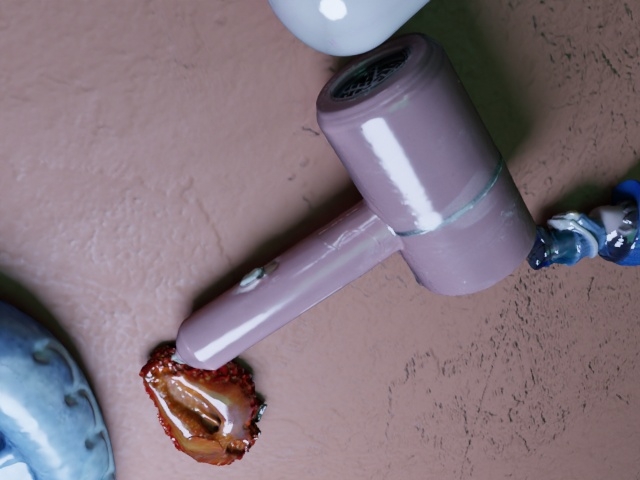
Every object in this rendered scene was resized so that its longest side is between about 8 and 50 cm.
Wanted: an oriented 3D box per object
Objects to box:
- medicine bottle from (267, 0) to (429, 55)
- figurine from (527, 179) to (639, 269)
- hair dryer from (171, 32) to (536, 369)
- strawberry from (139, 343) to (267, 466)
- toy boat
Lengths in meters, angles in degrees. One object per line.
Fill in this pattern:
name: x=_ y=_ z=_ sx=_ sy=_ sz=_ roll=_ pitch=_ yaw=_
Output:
medicine bottle: x=0.096 y=-0.283 z=0.544 sx=0.341 sy=0.130 sz=0.130 roll=-44 pitch=118 yaw=-1
figurine: x=0.295 y=-0.007 z=0.758 sx=0.149 sy=0.087 sz=0.086 roll=-15 pitch=152 yaw=-13
hair dryer: x=0.000 y=0.000 z=0.635 sx=0.352 sy=0.125 sz=0.210 roll=-34 pitch=117 yaw=2
strawberry: x=-0.112 y=0.163 z=0.691 sx=0.104 sy=0.048 sz=0.152 roll=-49 pitch=121 yaw=-1
toy boat: x=-0.292 y=0.194 z=0.596 sx=0.215 sy=0.123 sz=0.330 roll=-13 pitch=115 yaw=-14
